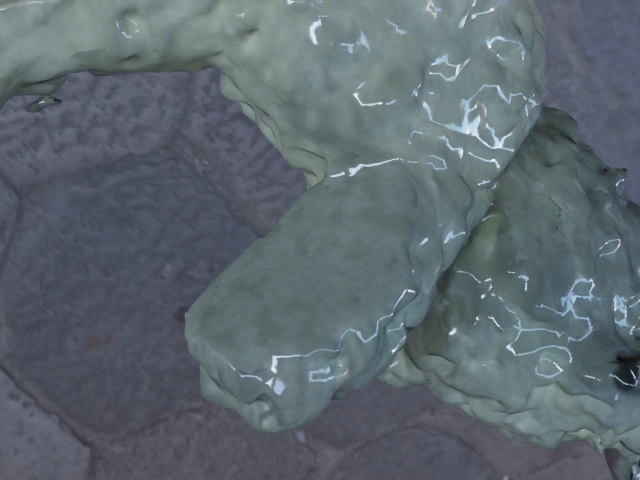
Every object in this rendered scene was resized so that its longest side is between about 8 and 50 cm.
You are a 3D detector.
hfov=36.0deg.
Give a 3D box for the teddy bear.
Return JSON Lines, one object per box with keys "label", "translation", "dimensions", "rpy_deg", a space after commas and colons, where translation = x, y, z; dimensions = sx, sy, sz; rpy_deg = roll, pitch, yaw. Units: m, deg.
{"label": "teddy bear", "translation": [0.000, 0.000, 0.494], "dimensions": [0.375, 0.327, 0.362], "rpy_deg": [-12, 122, 5]}
